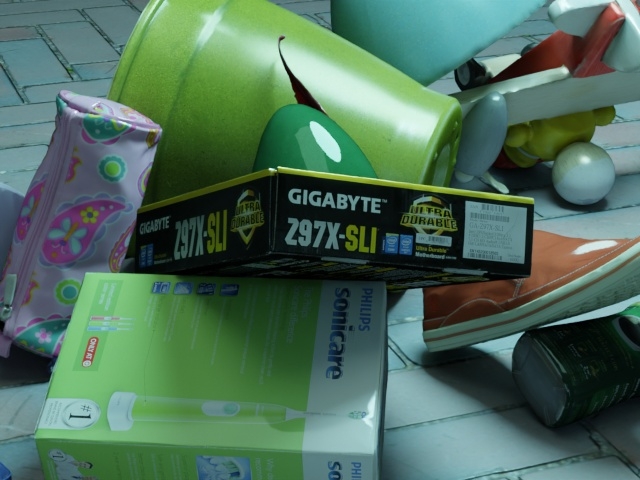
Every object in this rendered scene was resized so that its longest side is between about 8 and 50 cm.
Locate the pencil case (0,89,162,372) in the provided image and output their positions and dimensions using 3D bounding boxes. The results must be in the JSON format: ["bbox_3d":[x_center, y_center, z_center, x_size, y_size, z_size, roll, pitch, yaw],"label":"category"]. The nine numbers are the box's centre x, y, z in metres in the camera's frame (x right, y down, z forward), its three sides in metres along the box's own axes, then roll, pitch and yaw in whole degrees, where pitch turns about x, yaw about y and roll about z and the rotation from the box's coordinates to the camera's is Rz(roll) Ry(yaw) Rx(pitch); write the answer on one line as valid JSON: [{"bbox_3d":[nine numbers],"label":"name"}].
[{"bbox_3d":[-0.262,-0.011,1.482,0.124,0.284,0.124,21,7,-3],"label":"pencil case"}]

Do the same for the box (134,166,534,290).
[{"bbox_3d":[0.000,0.000,1.309,0.257,0.079,0.322,4,-6,-27],"label":"box"}]

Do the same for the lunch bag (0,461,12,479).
[{"bbox_3d":[-0.308,0.213,1.217,0.067,0.065,0.098,-18,29,-37],"label":"lunch bag"}]

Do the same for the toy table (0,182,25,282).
[{"bbox_3d":[-0.419,-0.004,1.552,0.161,0.252,0.274,31,-5,47],"label":"toy table"}]

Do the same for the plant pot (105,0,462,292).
[{"bbox_3d":[-0.032,-0.099,1.669,0.353,0.366,0.366,18,26,12],"label":"plant pot"}]

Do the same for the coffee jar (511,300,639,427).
[{"bbox_3d":[0.289,0.119,1.408,0.184,0.079,0.096,-12,50,-25],"label":"coffee jar"}]

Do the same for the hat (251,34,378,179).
[{"bbox_3d":[-0.009,-0.129,1.418,0.208,0.183,0.173,4,1,35],"label":"hat"}]

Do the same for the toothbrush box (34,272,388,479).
[{"bbox_3d":[-0.085,0.142,1.248,0.283,0.122,0.206,0,41,5],"label":"toothbrush box"}]

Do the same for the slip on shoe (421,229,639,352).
[{"bbox_3d":[0.221,0.034,1.410,0.123,0.101,0.331,-6,-10,-42],"label":"slip on shoe"}]

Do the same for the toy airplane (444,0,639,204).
[{"bbox_3d":[0.347,-0.187,1.914,0.386,0.272,0.384,-18,-9,20],"label":"toy airplane"}]

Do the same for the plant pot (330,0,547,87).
[{"bbox_3d":[0.124,-0.320,1.861,0.290,0.195,0.290,-34,8,5],"label":"plant pot"}]
